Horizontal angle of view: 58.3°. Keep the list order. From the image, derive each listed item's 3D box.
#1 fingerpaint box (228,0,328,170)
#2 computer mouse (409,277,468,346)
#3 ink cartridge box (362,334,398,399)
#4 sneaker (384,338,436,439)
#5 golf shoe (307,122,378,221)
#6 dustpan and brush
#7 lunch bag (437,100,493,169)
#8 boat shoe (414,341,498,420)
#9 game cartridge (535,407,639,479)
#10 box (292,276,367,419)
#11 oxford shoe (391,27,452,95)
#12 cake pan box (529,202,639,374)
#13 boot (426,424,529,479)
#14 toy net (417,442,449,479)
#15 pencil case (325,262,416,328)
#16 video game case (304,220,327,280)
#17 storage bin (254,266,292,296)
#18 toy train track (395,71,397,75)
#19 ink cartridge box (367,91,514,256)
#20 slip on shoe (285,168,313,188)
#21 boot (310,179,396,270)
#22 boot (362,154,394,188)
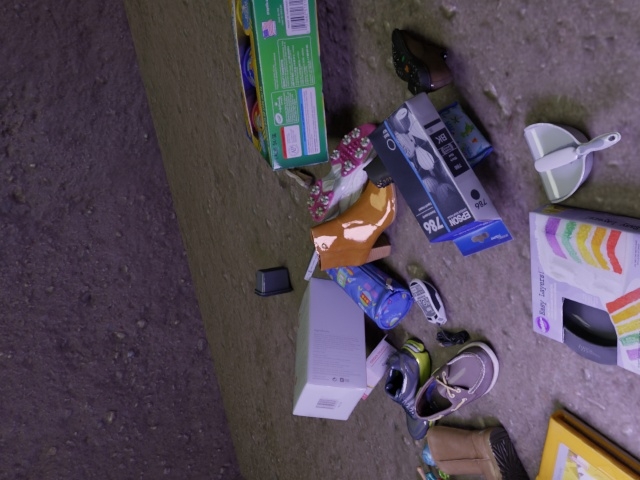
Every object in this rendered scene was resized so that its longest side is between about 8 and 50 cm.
[{"bbox_3d":[-0.123,-0.457,1.530,0.371,0.163,0.445,-125,27,-60],"label":"fingerpaint box"},{"bbox_3d":[0.290,0.173,1.426,0.193,0.042,0.106,62,156,4],"label":"computer mouse"},{"bbox_3d":[0.162,0.371,1.682,0.067,0.115,0.198,36,142,14],"label":"ink cartridge box"},{"bbox_3d":[0.238,0.425,1.587,0.111,0.121,0.300,15,120,57],"label":"sneaker"},{"bbox_3d":[0.087,-0.172,1.508,0.306,0.140,0.115,-54,44,32],"label":"golf shoe"},{"bbox_3d":[0.424,-0.147,0.962,0.211,0.060,0.147,-22,88,62],"label":"dustpan and brush"},{"bbox_3d":[0.264,-0.189,1.194,0.129,0.096,0.151,58,165,11],"label":"lunch bag"},{"bbox_3d":[0.326,0.358,1.414,0.117,0.096,0.324,57,149,24],"label":"boat shoe"},{"bbox_3d":[0.567,0.545,1.157,0.285,0.052,0.324,35,135,48],"label":"game cartridge"},{"bbox_3d":[0.024,0.315,1.684,0.215,0.168,0.345,109,166,-50],"label":"box"},{"bbox_3d":[0.208,-0.375,1.191,0.083,0.096,0.227,82,171,-48],"label":"oxford shoe"},{"bbox_3d":[0.484,0.083,0.996,0.245,0.070,0.267,26,130,55],"label":"cake pan box"},{"bbox_3d":[0.397,0.582,1.452,0.269,0.089,0.236,-39,60,60],"label":"boot"},{"bbox_3d":[0.335,0.700,1.677,0.122,0.045,0.232,38,140,42],"label":"toy net"},{"bbox_3d":[0.123,0.112,1.595,0.306,0.119,0.133,43,144,41],"label":"pencil case"},{"bbox_3d":[0.000,0.000,1.713,0.173,0.022,0.190,111,177,-51],"label":"video game case"},{"bbox_3d":[-0.182,0.150,2.161,0.098,0.135,0.091,16,110,57],"label":"storage bin"},{"bbox_3d":[0.181,-0.401,1.285,0.048,0.014,0.083,154,102,-69],"label":"toy train track"},{"bbox_3d":[0.232,-0.112,1.146,0.333,0.065,0.165,58,153,2],"label":"ink cartridge box"},{"bbox_3d":[-0.066,-0.207,1.818,0.041,0.051,0.135,-57,36,8],"label":"slip on shoe"},{"bbox_3d":[0.078,-0.052,1.462,0.104,0.211,0.295,-117,21,-55],"label":"boot"},{"bbox_3d":[0.187,-0.141,1.324,0.137,0.076,0.198,-45,52,30],"label":"boot"}]
